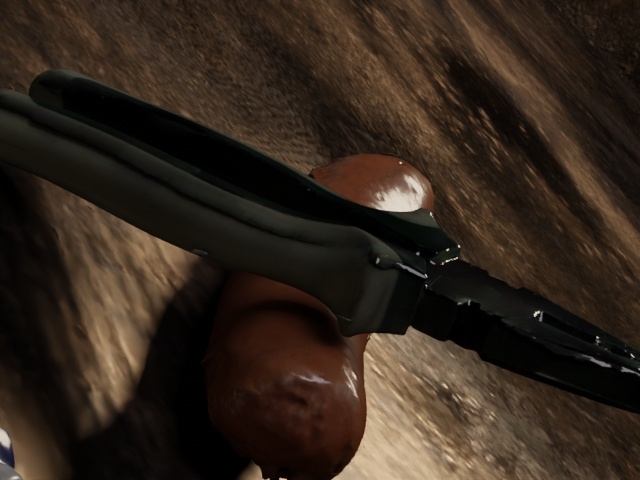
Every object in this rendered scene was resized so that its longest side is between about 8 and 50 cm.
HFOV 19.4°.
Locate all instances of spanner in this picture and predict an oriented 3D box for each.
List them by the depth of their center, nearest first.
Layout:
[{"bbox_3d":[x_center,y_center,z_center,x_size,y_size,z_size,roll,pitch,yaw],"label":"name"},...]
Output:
[{"bbox_3d":[0.000,0.000,0.821,0.325,0.040,0.095,24,23,11],"label":"spanner"}]

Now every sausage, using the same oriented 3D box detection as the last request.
[{"bbox_3d":[-0.001,0.026,0.914,0.087,0.079,0.326,5,21,7],"label":"sausage"}]

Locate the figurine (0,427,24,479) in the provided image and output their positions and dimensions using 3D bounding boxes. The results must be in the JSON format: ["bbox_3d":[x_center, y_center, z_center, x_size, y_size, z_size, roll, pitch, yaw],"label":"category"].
[{"bbox_3d":[-0.043,0.145,0.481,0.274,0.133,0.194,53,-22,9],"label":"figurine"}]
